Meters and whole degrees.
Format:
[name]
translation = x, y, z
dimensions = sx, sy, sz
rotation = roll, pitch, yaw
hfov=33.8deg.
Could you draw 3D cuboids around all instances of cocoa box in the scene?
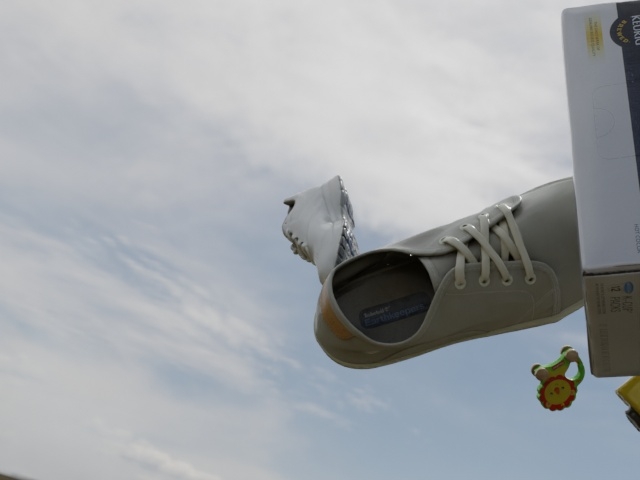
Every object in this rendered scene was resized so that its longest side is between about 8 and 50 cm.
[cocoa box]
translation = 0.384, -0.061, 1.109
dimensions = 0.227, 0.347, 0.231
rotation = -5, -35, 14

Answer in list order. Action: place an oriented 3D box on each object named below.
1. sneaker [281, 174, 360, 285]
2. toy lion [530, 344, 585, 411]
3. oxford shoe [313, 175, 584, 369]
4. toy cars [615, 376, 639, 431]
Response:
[sneaker]
translation = 0.000, 0.000, 1.845
dimensions = 0.129, 0.297, 0.111
rotation = -15, -60, 5
[toy lion]
translation = 0.421, 0.247, 1.846
dimensions = 0.096, 0.100, 0.034
rotation = 59, -1, -14
[oxford shoe]
translation = 0.200, 0.031, 1.277
dimensions = 0.449, 0.169, 0.130
rotation = -21, -26, -1
[toy cars]
translation = 0.413, 0.297, 1.165
dimensions = 0.176, 0.394, 0.087
rotation = -4, -29, 22
